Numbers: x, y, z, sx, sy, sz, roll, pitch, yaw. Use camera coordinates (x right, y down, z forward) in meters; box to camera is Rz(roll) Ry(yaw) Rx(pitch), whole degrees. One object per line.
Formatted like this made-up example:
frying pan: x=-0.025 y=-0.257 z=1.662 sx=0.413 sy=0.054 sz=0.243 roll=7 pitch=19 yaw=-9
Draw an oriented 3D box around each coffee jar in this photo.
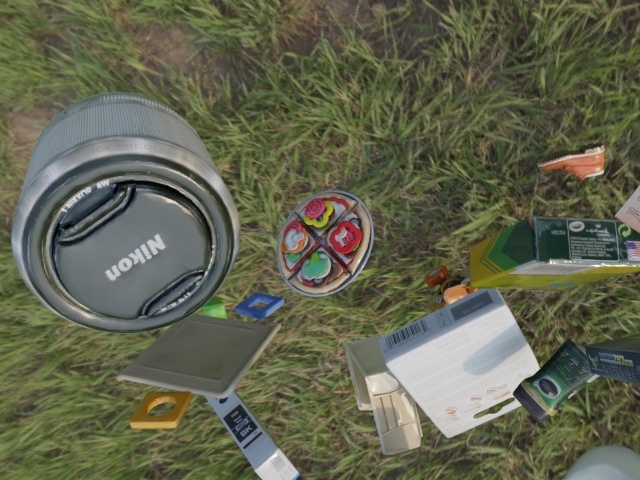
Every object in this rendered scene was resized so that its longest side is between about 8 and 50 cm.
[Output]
coffee jar: x=0.513 y=0.306 z=1.244 sx=0.184 sy=0.079 sz=0.096 roll=-48 pitch=62 yaw=14

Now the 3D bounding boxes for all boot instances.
boot: x=0.628 y=-0.186 z=1.434 sx=0.158 sy=0.059 sz=0.084 roll=-9 pitch=114 yaw=17

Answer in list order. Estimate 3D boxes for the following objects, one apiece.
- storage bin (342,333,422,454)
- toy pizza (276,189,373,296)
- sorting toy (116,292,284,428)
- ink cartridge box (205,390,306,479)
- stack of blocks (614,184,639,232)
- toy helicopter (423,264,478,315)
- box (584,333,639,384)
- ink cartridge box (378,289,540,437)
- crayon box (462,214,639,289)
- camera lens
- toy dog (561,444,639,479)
storage bin: x=0.178 y=0.441 z=1.667 sx=0.123 sy=0.262 sz=0.260 roll=-15 pitch=103 yaw=-8
toy pizza: x=0.000 y=0.000 z=1.023 sx=0.202 sy=0.032 sz=0.201 roll=-12 pitch=66 yaw=28
sorting toy: x=-0.178 y=0.179 z=0.871 sx=0.196 sy=0.347 sz=0.047 roll=1 pitch=113 yaw=21
ink cartridge box: x=-0.142 y=0.408 z=1.196 sx=0.065 sy=0.165 sz=0.333 roll=-40 pitch=32 yaw=-16
stack of blocks: x=0.460 y=-0.045 z=0.639 sx=0.171 sy=0.297 sz=0.087 roll=40 pitch=126 yaw=21
toy helicopter: x=0.383 y=0.193 z=1.700 sx=0.140 sy=0.355 sz=0.235 roll=50 pitch=140 yaw=-6
box: x=0.565 y=0.182 z=0.921 sx=0.184 sy=0.232 sz=0.059 roll=-13 pitch=82 yaw=1
ink cartridge box: x=0.368 y=0.313 z=1.424 sx=0.308 sy=0.385 sz=0.091 roll=-30 pitch=36 yaw=12
crayon box: x=0.401 y=0.034 z=1.031 sx=0.203 sy=0.318 sz=0.081 roll=2 pitch=77 yaw=-8
camera lens: x=-0.223 y=-0.043 z=0.663 sx=0.219 sy=0.219 sz=0.274 roll=-53 pitch=32 yaw=10
toy dog: x=0.331 y=0.241 z=0.349 sx=0.396 sy=0.284 sz=0.407 roll=3 pitch=49 yaw=29
